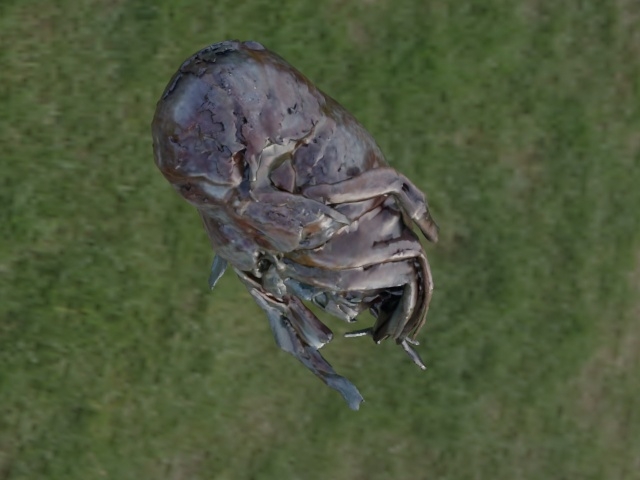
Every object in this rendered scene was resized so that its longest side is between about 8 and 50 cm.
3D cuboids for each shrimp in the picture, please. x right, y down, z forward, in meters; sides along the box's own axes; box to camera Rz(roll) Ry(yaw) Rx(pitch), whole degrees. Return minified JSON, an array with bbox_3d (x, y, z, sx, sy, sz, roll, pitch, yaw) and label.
[{"bbox_3d":[0.000,-0.001,0.636,0.073,0.075,0.190,-50,144,-9],"label":"shrimp"}]
